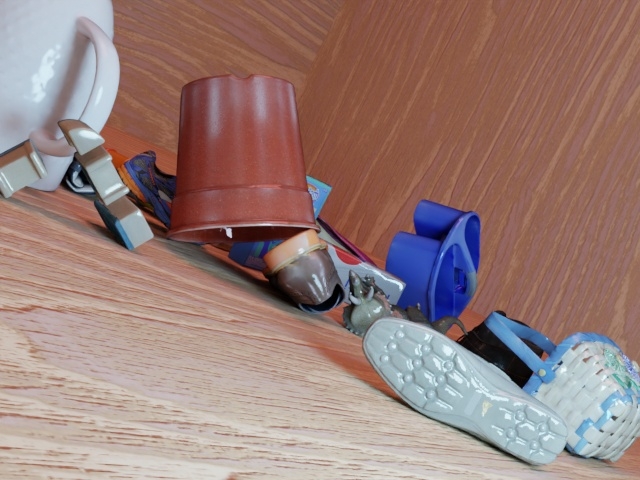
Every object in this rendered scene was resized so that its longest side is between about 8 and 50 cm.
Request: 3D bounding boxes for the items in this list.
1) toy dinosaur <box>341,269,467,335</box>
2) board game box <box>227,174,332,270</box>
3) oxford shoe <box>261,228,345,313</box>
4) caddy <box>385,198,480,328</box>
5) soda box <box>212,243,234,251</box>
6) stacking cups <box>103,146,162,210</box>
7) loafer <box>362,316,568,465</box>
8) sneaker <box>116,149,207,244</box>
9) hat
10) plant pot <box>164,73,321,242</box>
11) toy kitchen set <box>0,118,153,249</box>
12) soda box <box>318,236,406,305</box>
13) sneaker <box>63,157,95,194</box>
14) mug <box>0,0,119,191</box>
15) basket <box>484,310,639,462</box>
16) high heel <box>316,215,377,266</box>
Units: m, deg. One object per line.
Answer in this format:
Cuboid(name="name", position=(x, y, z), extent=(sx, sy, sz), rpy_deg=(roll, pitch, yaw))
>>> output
Cuboid(name="toy dinosaur", position=(0.140, 0.154, 1.935), extent=(0.313, 0.121, 0.160), rpy_deg=(30, 14, -24))
Cuboid(name="board game box", position=(-0.077, -0.038, 2.063), extent=(0.047, 0.210, 0.160), rpy_deg=(30, 4, 33))
Cuboid(name="oxford shoe", position=(-0.024, 0.076, 1.879), extent=(0.132, 0.130, 0.363), rpy_deg=(60, 2, 7))
Cuboid(name="caddy", position=(0.281, 0.068, 2.429), extent=(0.179, 0.241, 0.341), rpy_deg=(23, -33, 24))
Cuboid(name="soda box", position=(-0.244, -0.050, 2.154), extent=(0.216, 0.069, 0.074), rpy_deg=(29, 5, 38))
Cuboid(name="stacking cups", position=(-0.365, -0.112, 2.120), extent=(0.316, 0.096, 0.096), rpy_deg=(24, 2, 29))
Cuboid(name="loafer", position=(0.195, 0.209, 1.471), extent=(0.319, 0.112, 0.111), rpy_deg=(34, -2, -4))
Cuboid(name="sneaker", position=(-0.275, -0.077, 1.943), extent=(0.221, 0.087, 0.083), rpy_deg=(46, 0, -17))
Cuboid(name="hat", position=(0.393, 0.228, 2.282), extent=(0.331, 0.134, 0.331), rpy_deg=(26, 4, -2))
Cuboid(name="plant pot", position=(-0.140, -0.139, 1.838), extent=(0.272, 0.265, 0.272), rpy_deg=(-2, -6, 0))
Cuboid(name="toy kitchen set", position=(-0.377, -0.065, 1.546), extent=(0.122, 0.166, 0.207), rpy_deg=(34, -28, 57))
Cuboid(name="soda box", position=(0.036, 0.067, 2.266), extent=(0.286, 0.098, 0.091), rpy_deg=(27, 4, -2))
Cuboid(name="sneaker", position=(-0.469, -0.154, 1.887), extent=(0.226, 0.086, 0.163), rpy_deg=(27, 1, -13))
Cuboid(name="mug", position=(-0.455, -0.267, 1.687), extent=(0.374, 0.328, 0.276), rpy_deg=(30, 5, 38))
Cuboid(name="basket", position=(0.434, 0.242, 1.844), extent=(0.289, 0.201, 0.255), rpy_deg=(42, 13, 34))
Cuboid(name="high heel", position=(0.000, 0.000, 2.341), extent=(0.377, 0.127, 0.181), rpy_deg=(37, -11, -29))
